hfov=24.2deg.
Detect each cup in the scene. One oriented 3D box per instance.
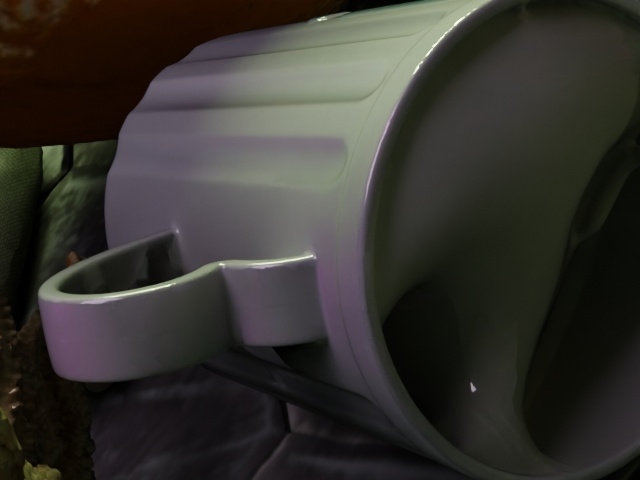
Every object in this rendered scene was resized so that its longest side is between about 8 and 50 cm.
[{"bbox_3d":[0.006,-0.014,0.547,0.202,0.221,0.167,8,82,55],"label":"cup"}]

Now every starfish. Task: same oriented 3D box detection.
[{"bbox_3d":[-0.123,0.088,0.580,0.084,0.301,0.293,-13,36,-4],"label":"starfish"}]

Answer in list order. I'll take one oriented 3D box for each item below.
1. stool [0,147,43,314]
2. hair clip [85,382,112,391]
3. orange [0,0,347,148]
[{"bbox_3d":[-0.358,0.031,0.907,0.310,0.226,0.310,-23,44,32],"label":"stool"},{"bbox_3d":[-0.095,0.028,0.756,0.214,0.062,0.056,-39,47,19],"label":"hair clip"},{"bbox_3d":[-0.165,-0.227,0.766,0.326,0.424,0.424,-61,30,24],"label":"orange"}]
